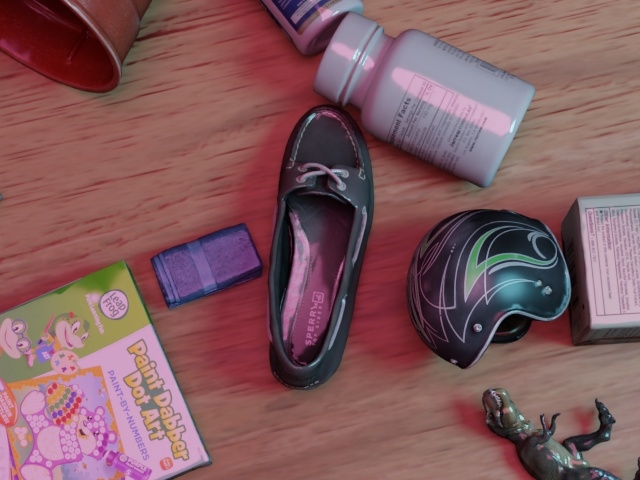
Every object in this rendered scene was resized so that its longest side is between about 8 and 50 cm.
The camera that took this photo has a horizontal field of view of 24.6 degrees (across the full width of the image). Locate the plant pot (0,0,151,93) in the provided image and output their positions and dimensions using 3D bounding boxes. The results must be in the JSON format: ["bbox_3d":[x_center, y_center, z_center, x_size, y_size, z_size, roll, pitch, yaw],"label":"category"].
[{"bbox_3d":[-0.272,-0.354,1.654,0.272,0.272,0.265,29,71,6],"label":"plant pot"}]

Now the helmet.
[{"bbox_3d":[0.172,0.051,1.602,0.161,0.169,0.169,-10,78,-18],"label":"helmet"}]

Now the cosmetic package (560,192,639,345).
[{"bbox_3d":[0.425,0.028,1.621,0.296,0.129,0.153,-2,77,1],"label":"cosmetic package"}]

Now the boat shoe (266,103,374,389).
[{"bbox_3d":[0.000,0.000,1.646,0.112,0.095,0.335,6,78,2],"label":"boat shoe"}]

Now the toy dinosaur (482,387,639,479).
[{"bbox_3d":[0.290,0.252,1.610,0.118,0.064,0.268,-37,83,7],"label":"toy dinosaur"}]

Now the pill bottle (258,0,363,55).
[{"bbox_3d":[-0.034,-0.307,1.713,0.094,0.094,0.169,-37,80,-7],"label":"pill bottle"}]

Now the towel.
[{"bbox_3d":[-0.129,0.028,1.675,0.119,0.029,0.067,-20,79,-3],"label":"towel"}]

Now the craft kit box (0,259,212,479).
[{"bbox_3d":[-0.280,0.183,1.632,0.246,0.061,0.250,-24,79,-7],"label":"craft kit box"}]

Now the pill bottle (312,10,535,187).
[{"bbox_3d":[0.114,-0.164,1.661,0.229,0.131,0.131,27,79,5],"label":"pill bottle"}]

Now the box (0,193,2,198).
[{"bbox_3d":[-0.562,-0.035,1.678,0.322,0.058,0.232,28,79,8],"label":"box"}]
